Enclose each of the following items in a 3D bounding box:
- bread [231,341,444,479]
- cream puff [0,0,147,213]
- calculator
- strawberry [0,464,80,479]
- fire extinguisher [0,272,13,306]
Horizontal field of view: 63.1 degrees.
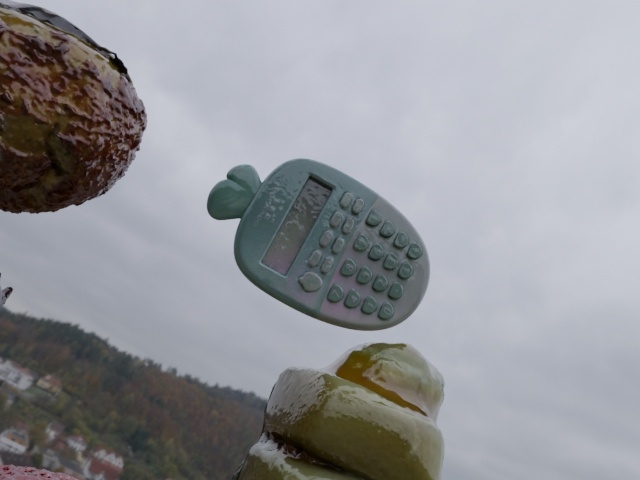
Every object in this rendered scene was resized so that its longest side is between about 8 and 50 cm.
[{"bbox_3d":[0.011,0.267,0.565,0.210,0.342,0.300,15,-7,10],"label":"bread"},{"bbox_3d":[-0.294,-0.116,0.504,0.239,0.164,0.240,4,-36,3],"label":"cream puff"},{"bbox_3d":[0.000,0.000,0.654,0.295,0.184,0.042,29,-15,-2],"label":"calculator"},{"bbox_3d":[-0.382,0.392,0.626,0.238,0.288,0.250,43,-59,23],"label":"strawberry"},{"bbox_3d":[-0.525,0.020,0.702,0.105,0.142,0.341,9,-34,7],"label":"fire extinguisher"}]
